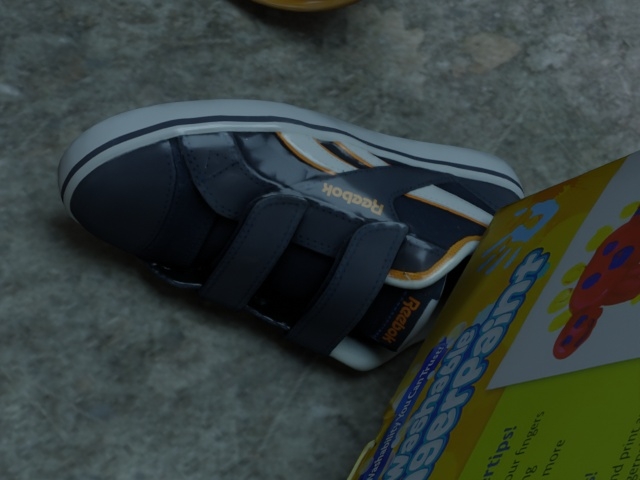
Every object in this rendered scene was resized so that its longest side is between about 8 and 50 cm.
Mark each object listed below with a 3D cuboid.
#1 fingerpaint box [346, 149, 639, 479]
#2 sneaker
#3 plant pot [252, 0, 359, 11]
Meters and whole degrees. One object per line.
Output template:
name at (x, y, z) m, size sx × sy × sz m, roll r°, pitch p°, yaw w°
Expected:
fingerpaint box at (0.168, 0.138, 0.856) m, size 0.163 × 0.371 × 0.444 m, roll 44°, pitch 54°, yaw -17°
sneaker at (0.000, 0.000, 1.097) m, size 0.321 × 0.126 × 0.127 m, roll 5°, pitch 52°, yaw -25°
plant pot at (0.007, -0.292, 1.260) m, size 0.205 × 0.205 × 0.188 m, roll 35°, pitch 36°, yaw -1°
